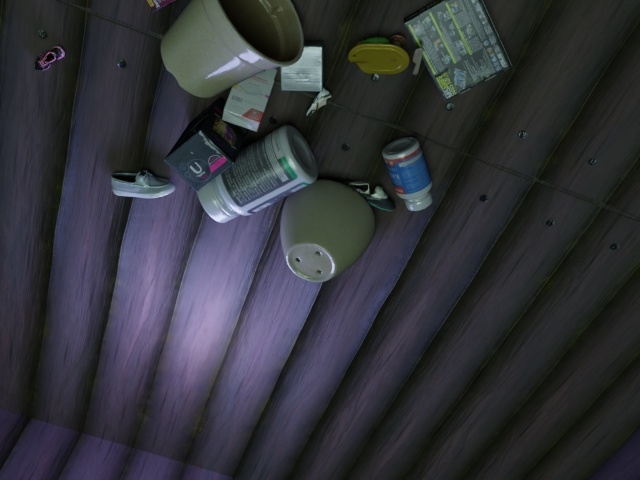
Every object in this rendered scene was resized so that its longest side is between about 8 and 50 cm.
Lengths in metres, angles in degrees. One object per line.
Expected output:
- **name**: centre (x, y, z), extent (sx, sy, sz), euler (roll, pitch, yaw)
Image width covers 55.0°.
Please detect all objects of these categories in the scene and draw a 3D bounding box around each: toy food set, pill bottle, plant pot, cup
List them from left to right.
- **plant pot**: centre (-0.269, -0.562, 1.706), extent (0.305, 0.334, 0.334), euler (-24, 119, 36)
- **pill bottle**: centre (-0.208, -0.206, 1.986), extent (0.361, 0.204, 0.204), euler (-25, 118, 20)
- **cup**: centre (0.000, 0.000, 2.045), extent (0.331, 0.237, 0.331), euler (10, 132, 11)
- **toy food set**: centre (0.193, -0.553, 1.800), extent (0.218, 0.071, 0.128), euler (6, 157, 10)
- **pill bottle**: centre (0.288, -0.210, 1.979), extent (0.124, 0.124, 0.221), euler (-16, 119, 16)

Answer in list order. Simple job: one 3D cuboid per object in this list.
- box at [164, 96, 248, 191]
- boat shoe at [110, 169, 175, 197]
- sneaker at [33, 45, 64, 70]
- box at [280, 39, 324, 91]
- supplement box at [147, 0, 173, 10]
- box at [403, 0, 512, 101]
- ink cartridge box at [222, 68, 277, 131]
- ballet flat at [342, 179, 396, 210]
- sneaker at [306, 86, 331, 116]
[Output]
- **box**: centre (-0.343, -0.299, 1.897), extent (0.165, 0.270, 0.143), euler (-33, 114, 25)
- **boat shoe**: centre (-0.614, -0.198, 2.107), extent (0.227, 0.079, 0.081), euler (1, 128, 9)
- **sneaker**: centre (-0.851, -0.560, 1.907), extent (0.119, 0.057, 0.047), euler (-26, 119, 23)
- **box**: centre (-0.053, -0.522, 1.839), extent (0.126, 0.072, 0.137), euler (3, 123, 4)
- **supplement box**: centre (-0.457, -0.708, 1.774), extent (0.083, 0.043, 0.055), euler (-20, 121, 19)
- **box**: centre (0.396, -0.569, 1.770), extent (0.216, 0.060, 0.270), euler (-25, 117, 21)
- **ink cartridge box**: centre (-0.213, -0.444, 1.872), extent (0.115, 0.198, 0.067), euler (19, 160, -7)
- **ballet flat**: centre (0.164, -0.157, 2.062), extent (0.203, 0.074, 0.074), euler (17, 124, -3)
- **sneaker**: centre (-0.006, -0.425, 1.918), extent (0.043, 0.040, 0.109), euler (28, 125, -21)
